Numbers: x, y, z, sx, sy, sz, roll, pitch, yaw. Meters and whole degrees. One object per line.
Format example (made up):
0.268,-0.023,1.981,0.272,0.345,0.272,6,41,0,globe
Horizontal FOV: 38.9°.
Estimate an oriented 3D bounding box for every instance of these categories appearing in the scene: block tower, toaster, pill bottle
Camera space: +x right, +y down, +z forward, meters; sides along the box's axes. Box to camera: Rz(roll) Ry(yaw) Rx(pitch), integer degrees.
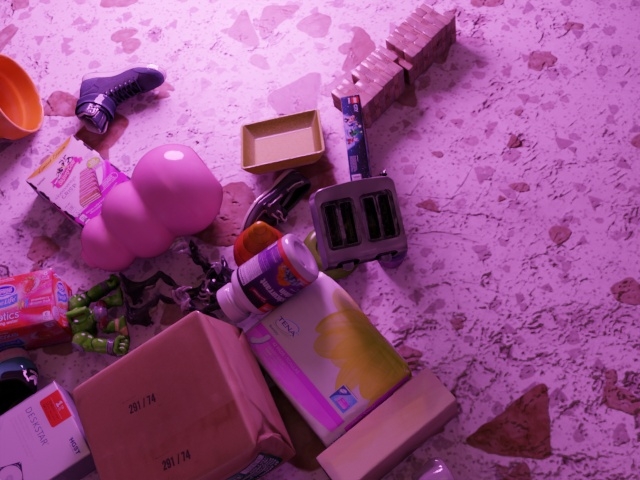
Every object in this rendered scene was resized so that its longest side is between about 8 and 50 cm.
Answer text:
0.172,-0.405,2.095,0.097,0.091,0.335,39,75,24,block tower
0.073,-0.040,1.765,0.168,0.110,0.185,-11,88,-6,toaster
-0.108,0.081,1.802,0.193,0.108,0.108,-34,60,16,pill bottle

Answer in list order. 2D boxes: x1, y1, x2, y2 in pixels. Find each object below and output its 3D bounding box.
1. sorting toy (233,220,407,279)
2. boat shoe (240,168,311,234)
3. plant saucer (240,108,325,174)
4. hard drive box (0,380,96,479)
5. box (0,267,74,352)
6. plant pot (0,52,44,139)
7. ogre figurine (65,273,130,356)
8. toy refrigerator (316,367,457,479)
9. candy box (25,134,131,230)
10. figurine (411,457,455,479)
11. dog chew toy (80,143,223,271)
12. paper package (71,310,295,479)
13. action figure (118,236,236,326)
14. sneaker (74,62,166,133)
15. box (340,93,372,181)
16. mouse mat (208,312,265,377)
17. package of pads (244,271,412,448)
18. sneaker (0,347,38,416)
0.000,0.000,1.863,0.365,0.126,0.127,1,64,-1,sorting toy
-0.097,-0.071,1.979,0.065,0.075,0.206,27,66,25,boat shoe
-0.083,-0.214,2.040,0.188,0.045,0.188,-12,38,4,plant saucer
-0.576,0.424,1.800,0.232,0.089,0.181,-34,63,-8,hard drive box
-0.668,0.163,1.931,0.257,0.122,0.128,-13,62,3,box
-0.806,-0.319,2.178,0.188,0.205,0.205,-22,60,17,plant pot
-0.471,0.163,1.914,0.118,0.097,0.197,-11,72,-8,ogre figurine
0.125,0.363,1.699,0.269,0.102,0.094,-37,63,-9,toy refrigerator
-0.539,-0.120,2.084,0.233,0.071,0.159,34,74,24,candy box
0.179,0.530,1.617,0.209,0.092,0.215,-30,61,-1,figurine
-0.375,-0.057,1.960,0.332,0.206,0.206,-38,63,-1,dog chew toy
-0.261,0.342,1.697,0.325,0.168,0.309,-33,63,12,paper package
-0.280,0.091,1.893,0.276,0.141,0.164,-16,52,4,action figure
-0.482,-0.337,2.169,0.226,0.086,0.163,-8,51,17,sneaker
0.084,-0.173,1.951,0.044,0.159,0.233,-8,62,5,box
-0.207,0.260,1.825,0.189,0.007,0.152,46,108,27,mouse mat
0.015,0.230,1.788,0.229,0.101,0.296,-39,64,-10,package of pads
-0.715,0.340,1.842,0.302,0.108,0.121,-34,41,-9,sneaker
